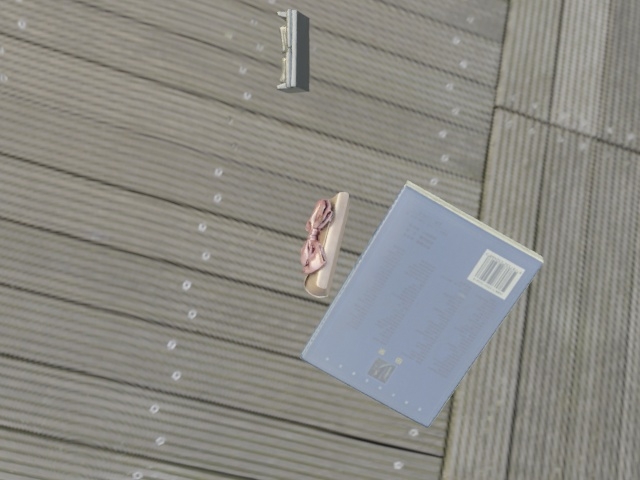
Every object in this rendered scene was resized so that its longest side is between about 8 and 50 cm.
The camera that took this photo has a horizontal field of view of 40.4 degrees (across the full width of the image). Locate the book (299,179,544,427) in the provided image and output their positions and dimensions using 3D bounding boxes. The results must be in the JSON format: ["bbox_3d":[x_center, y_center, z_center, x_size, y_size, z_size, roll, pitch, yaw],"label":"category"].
[{"bbox_3d":[0.119,0.084,1.066,0.191,0.025,0.269,29,111,-2],"label":"book"}]

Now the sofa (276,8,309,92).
[{"bbox_3d":[-0.060,-0.356,1.644,0.060,0.085,0.147,2,93,17],"label":"sofa"}]

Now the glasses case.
[{"bbox_3d":[0.000,0.000,1.599,0.070,0.102,0.193,12,78,6],"label":"glasses case"}]
